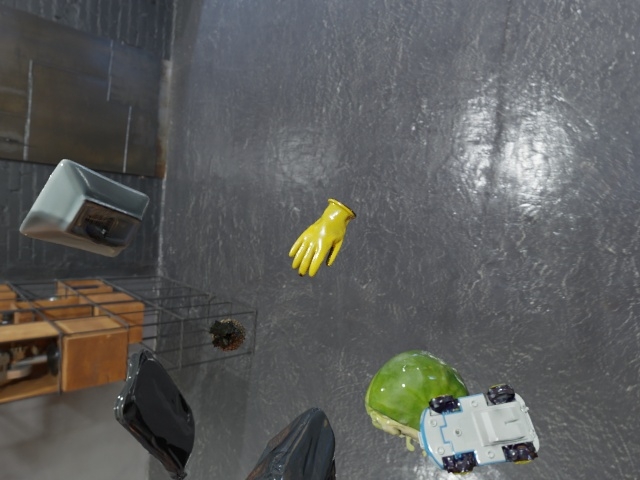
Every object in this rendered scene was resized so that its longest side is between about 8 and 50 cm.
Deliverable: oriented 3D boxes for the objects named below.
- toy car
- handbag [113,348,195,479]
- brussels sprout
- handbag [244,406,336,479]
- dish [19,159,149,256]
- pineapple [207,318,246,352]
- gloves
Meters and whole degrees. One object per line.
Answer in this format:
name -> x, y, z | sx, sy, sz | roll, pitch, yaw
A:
toy car -> 0.423, 0.521, 1.145 | 0.315, 0.166, 0.198 | -12, 58, 2
handbag -> -0.395, 0.433, 1.030 | 0.191, 0.075, 0.332 | -103, -2, -56
brussels sprout -> 0.336, 0.525, 1.361 | 0.371, 0.315, 0.276 | 51, 161, -14
handbag -> -0.075, 0.610, 1.084 | 0.178, 0.275, 0.301 | 44, 125, 8
dish -> -0.499, -0.049, 0.943 | 0.080, 0.243, 0.181 | 31, 89, 28
pineapple -> -0.340, 0.334, 1.499 | 0.248, 0.128, 0.128 | 102, 155, -74
gloves -> -0.001, -0.001, 1.502 | 0.133, 0.116, 0.294 | 29, 81, 40
